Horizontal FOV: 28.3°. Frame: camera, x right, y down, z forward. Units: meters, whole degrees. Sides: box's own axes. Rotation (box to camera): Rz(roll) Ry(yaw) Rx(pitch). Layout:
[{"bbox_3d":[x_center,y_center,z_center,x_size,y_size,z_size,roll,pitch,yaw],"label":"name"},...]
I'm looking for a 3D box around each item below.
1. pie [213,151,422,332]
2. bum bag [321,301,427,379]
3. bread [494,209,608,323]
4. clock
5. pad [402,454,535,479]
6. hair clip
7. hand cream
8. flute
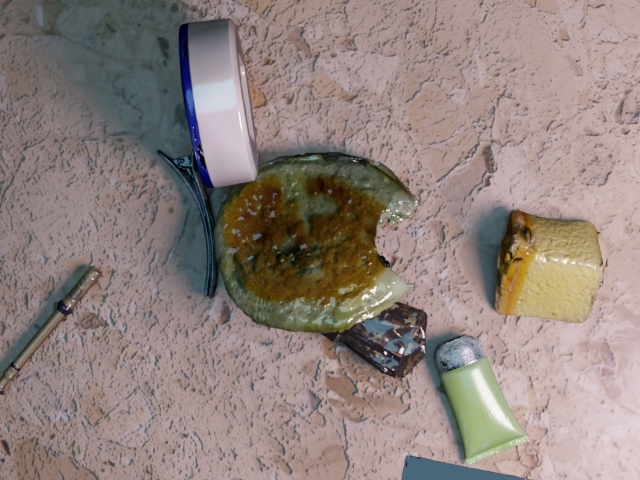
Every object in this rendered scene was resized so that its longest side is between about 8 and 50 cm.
[{"bbox_3d":[-0.008,0.000,1.786,0.303,0.067,0.302,-4,66,10],"label":"pie"},{"bbox_3d":[0.041,0.102,1.808,0.248,0.069,0.102,28,104,7],"label":"bum bag"},{"bbox_3d":[0.320,0.041,1.799,0.147,0.127,0.152,11,120,2],"label":"bread"},{"bbox_3d":[-0.139,-0.191,1.757,0.083,0.230,0.230,-10,86,3],"label":"clock"},{"bbox_3d":[0.228,0.408,1.807,0.243,0.004,0.163,11,87,5],"label":"pad"},{"bbox_3d":[-0.176,-0.030,1.846,0.070,0.039,0.229,-15,86,1],"label":"hair clip"},{"bbox_3d":[0.219,0.221,1.802,0.095,0.046,0.175,-22,92,1],"label":"hand cream"},{"bbox_3d":[-0.400,0.130,1.855,0.027,0.027,0.233,40,89,5],"label":"flute"}]
